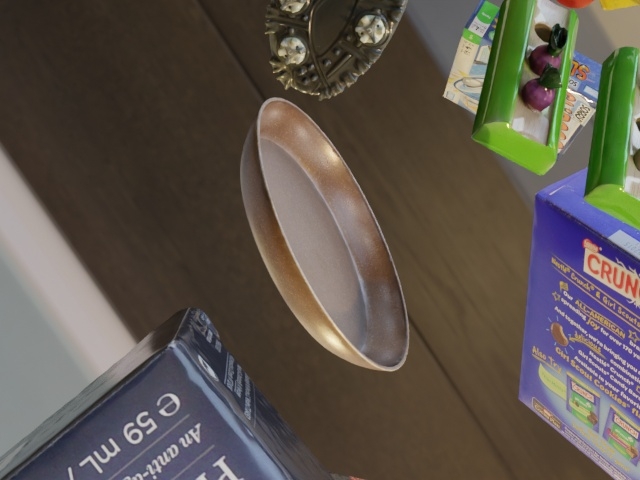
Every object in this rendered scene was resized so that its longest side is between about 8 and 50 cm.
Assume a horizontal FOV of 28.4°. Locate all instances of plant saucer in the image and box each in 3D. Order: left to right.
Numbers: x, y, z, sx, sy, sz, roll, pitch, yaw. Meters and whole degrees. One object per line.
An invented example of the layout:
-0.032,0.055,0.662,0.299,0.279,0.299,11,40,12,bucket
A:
0.000,0.000,1.323,0.050,0.311,0.310,-26,-171,18,plant saucer

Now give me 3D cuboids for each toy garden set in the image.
0.213,-0.082,0.691,0.049,0.244,0.204,-51,-163,49,toy garden set

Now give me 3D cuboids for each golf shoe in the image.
0.042,-0.243,1.009,0.120,0.105,0.273,-44,156,-68,golf shoe

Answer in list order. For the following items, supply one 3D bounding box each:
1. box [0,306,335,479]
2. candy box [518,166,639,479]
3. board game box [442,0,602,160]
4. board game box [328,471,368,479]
-0.087,0.240,0.619,0.296,0.294,0.183,-40,-176,-2,box
0.344,0.111,1.307,0.122,0.317,0.268,-29,-132,-25,candy box
0.190,-0.145,1.182,0.035,0.136,0.201,-59,174,-9,board game box
0.053,0.237,0.871,0.048,0.170,0.141,-49,147,11,board game box
